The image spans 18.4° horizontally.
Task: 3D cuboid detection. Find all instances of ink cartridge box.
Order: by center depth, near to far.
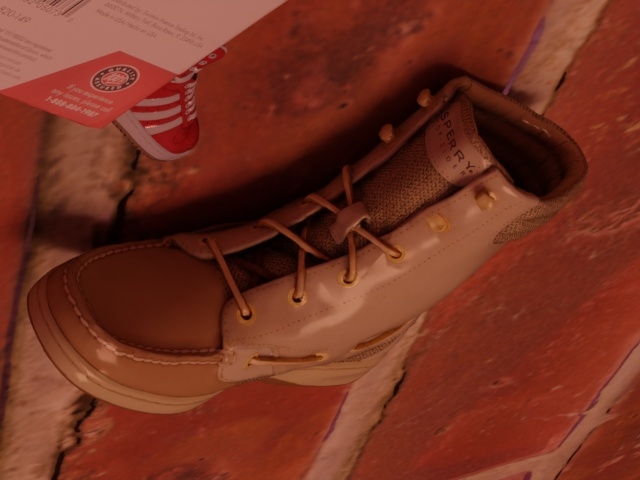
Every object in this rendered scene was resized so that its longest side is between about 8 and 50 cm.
[{"bbox_3d":[-0.039,-0.123,0.622,0.198,0.067,0.115,-32,156,20],"label":"ink cartridge box"}]

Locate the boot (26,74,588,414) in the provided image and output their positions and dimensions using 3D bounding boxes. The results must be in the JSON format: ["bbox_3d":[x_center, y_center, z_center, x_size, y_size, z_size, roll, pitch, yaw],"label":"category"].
[{"bbox_3d":[0.000,0.000,0.996,0.262,0.095,0.203,3,145,-48],"label":"boot"}]

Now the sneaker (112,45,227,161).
[{"bbox_3d":[-0.062,-0.075,0.851,0.067,0.042,0.118,-25,154,12],"label":"sneaker"}]
